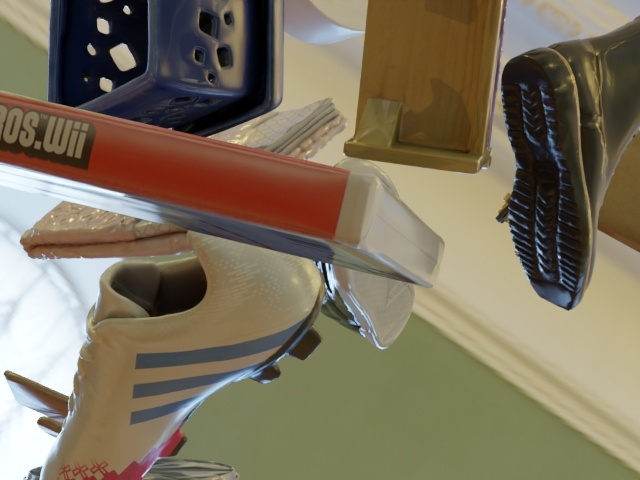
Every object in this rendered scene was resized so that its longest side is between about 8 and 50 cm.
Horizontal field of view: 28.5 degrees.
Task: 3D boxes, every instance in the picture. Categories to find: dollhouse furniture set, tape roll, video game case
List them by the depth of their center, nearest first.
[{"bbox_3d":[-0.101,-0.031,0.490,0.285,0.025,0.204,13,-3,12],"label":"video game case"},{"bbox_3d":[-0.249,0.158,1.435,0.123,0.151,0.144,18,-37,22],"label":"dollhouse furniture set"},{"bbox_3d":[0.011,-0.434,1.832,0.100,0.286,0.286,-6,-54,48],"label":"tape roll"}]

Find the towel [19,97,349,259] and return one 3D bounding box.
[{"bbox_3d":[-0.172,-0.081,1.590,0.317,0.332,0.053,-2,-60,41],"label":"towel"}]

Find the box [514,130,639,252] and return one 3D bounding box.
[{"bbox_3d":[0.378,-0.084,1.635,0.201,0.164,0.021,31,-27,23],"label":"box"}]

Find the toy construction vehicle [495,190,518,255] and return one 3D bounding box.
[{"bbox_3d":[0.273,-0.031,1.664,0.098,0.035,0.086,-52,-130,18],"label":"toy construction vehicle"}]

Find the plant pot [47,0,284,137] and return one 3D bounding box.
[{"bbox_3d":[-0.174,-0.243,1.495,0.212,0.236,0.236,10,-17,-39],"label":"plant pot"}]

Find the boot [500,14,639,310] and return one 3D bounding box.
[{"bbox_3d":[0.209,-0.058,0.924,0.077,0.137,0.198,29,-46,47],"label":"boot"}]

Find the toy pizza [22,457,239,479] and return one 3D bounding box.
[{"bbox_3d":[-0.176,0.229,1.180,0.201,0.201,0.032,-2,-95,39],"label":"toy pizza"}]

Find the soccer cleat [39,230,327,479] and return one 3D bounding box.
[{"bbox_3d":[-0.140,0.090,0.972,0.143,0.116,0.331,37,-61,-21],"label":"soccer cleat"}]

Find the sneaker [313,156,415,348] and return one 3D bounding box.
[{"bbox_3d":[0.000,0.000,1.223,0.146,0.105,0.296,25,-22,22],"label":"sneaker"}]

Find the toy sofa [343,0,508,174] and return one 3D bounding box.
[{"bbox_3d":[0.128,-0.260,1.336,0.150,0.177,0.363,8,-76,13],"label":"toy sofa"}]
